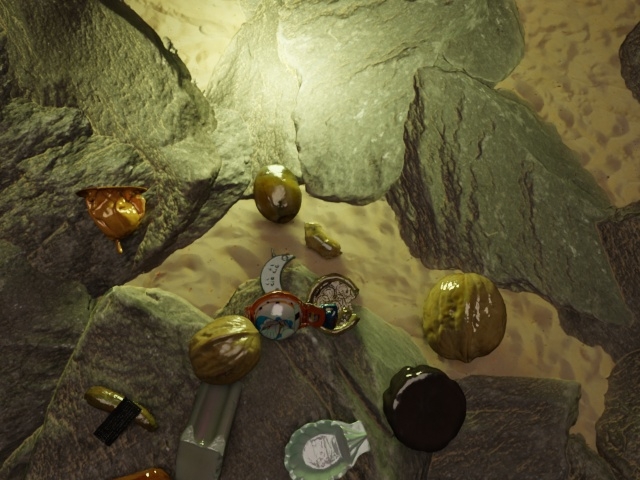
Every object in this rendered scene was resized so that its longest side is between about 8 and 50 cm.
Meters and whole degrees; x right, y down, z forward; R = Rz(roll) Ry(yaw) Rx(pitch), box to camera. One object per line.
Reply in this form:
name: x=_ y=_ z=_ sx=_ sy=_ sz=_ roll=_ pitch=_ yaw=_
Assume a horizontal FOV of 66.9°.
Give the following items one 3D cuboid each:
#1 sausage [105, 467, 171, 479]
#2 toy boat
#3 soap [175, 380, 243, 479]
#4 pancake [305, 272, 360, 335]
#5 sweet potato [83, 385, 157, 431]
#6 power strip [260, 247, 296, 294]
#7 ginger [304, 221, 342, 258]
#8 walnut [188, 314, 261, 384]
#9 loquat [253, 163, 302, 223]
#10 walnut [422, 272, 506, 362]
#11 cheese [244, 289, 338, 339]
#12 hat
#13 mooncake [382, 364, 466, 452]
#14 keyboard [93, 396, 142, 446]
sausage: x=-0.609 y=0.818 z=1.557 sx=0.258 sy=0.133 sz=0.133 roll=-14 pitch=76 yaw=-11
toy boat: x=0.019 y=0.706 z=1.640 sx=0.290 sy=0.100 sz=0.200 roll=-15 pitch=77 yaw=-7
soap: x=-0.376 y=0.653 z=1.660 sx=0.158 sy=0.258 sz=0.302 roll=12 pitch=30 yaw=0
pancake: x=0.047 y=0.236 z=1.806 sx=0.211 sy=0.029 sz=0.235 roll=-5 pitch=74 yaw=-4
sweet potato: x=-0.674 y=0.569 z=1.651 sx=0.273 sy=0.075 sz=0.075 roll=25 pitch=75 yaw=-1
power strip: x=-0.158 y=0.132 z=1.813 sx=0.137 sy=0.044 sz=0.216 roll=-2 pitch=75 yaw=-4
ginger: x=0.001 y=-0.001 z=1.847 sx=0.190 sy=0.069 sz=0.095 roll=41 pitch=54 yaw=8
walnut: x=-0.318 y=0.370 z=1.642 sx=0.260 sy=0.225 sz=0.225 roll=-32 pitch=78 yaw=12
loquat: x=-0.165 y=-0.179 z=1.831 sx=0.179 sy=0.179 sz=0.228 roll=-17 pitch=74 yaw=-8
walnut: x=0.507 y=0.272 z=1.713 sx=0.276 sy=0.252 sz=0.313 roll=3 pitch=79 yaw=-15
cheese: x=-0.103 y=0.264 z=1.718 sx=0.329 sy=0.217 sz=0.129 roll=4 pitch=35 yaw=-6
hat: x=-0.745 y=-0.067 z=1.758 sx=0.233 sy=0.244 sz=0.234 roll=-8 pitch=89 yaw=2
mooncake: x=0.354 y=0.574 z=1.678 sx=0.282 sy=0.141 sz=0.283 roll=0 pitch=84 yaw=-4
keyboard: x=-0.679 y=0.607 z=1.618 sx=0.074 sy=0.015 sz=0.196 roll=41 pitch=102 yaw=-9
